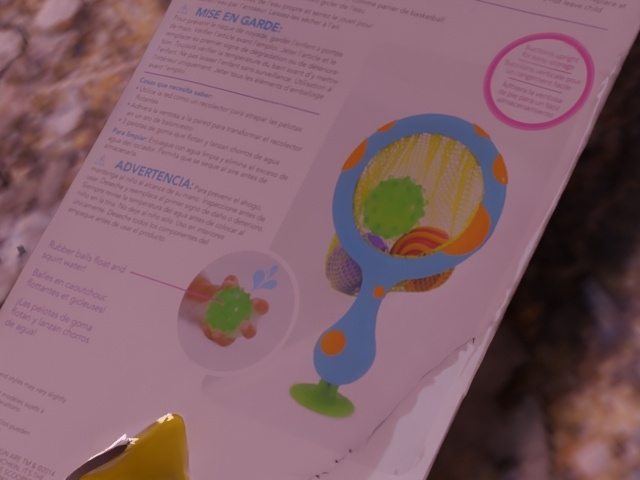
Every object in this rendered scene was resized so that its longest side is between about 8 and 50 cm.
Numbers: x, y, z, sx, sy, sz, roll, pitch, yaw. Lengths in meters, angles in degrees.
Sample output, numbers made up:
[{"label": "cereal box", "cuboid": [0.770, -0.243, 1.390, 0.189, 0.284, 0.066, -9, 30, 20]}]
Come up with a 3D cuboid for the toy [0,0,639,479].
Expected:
[{"label": "toy", "cuboid": [0.000, 0.000, 0.491, 0.137, 0.056, 0.237, 18, 69, 31]}]
